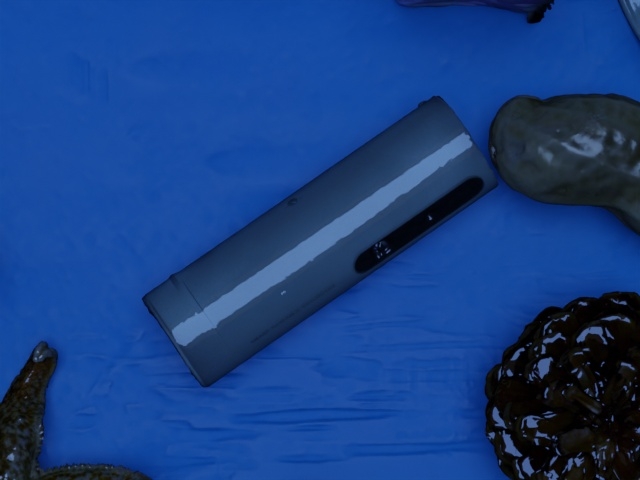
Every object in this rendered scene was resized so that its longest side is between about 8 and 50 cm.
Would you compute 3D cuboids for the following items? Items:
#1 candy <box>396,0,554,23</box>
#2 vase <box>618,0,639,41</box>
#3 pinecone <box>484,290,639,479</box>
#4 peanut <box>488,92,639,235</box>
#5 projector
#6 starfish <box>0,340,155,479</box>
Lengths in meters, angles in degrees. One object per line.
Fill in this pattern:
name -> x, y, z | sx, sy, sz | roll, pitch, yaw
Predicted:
candy -> 0.147, -0.273, 1.728 | 0.155, 0.265, 0.116 | 6, 88, -1
vase -> 0.432, -0.284, 1.804 | 0.298, 0.143, 0.143 | -23, 87, -6
pinecone -> 0.259, 0.157, 1.727 | 0.221, 0.221, 0.221 | 0, 85, -2
peanut -> 0.297, -0.067, 1.786 | 0.290, 0.130, 0.130 | 17, 85, 1
projector -> 0.000, 0.000, 1.781 | 0.337, 0.108, 0.108 | -35, 87, -4
starfish -> -0.310, 0.239, 1.753 | 0.303, 0.113, 0.312 | 27, 88, 0
